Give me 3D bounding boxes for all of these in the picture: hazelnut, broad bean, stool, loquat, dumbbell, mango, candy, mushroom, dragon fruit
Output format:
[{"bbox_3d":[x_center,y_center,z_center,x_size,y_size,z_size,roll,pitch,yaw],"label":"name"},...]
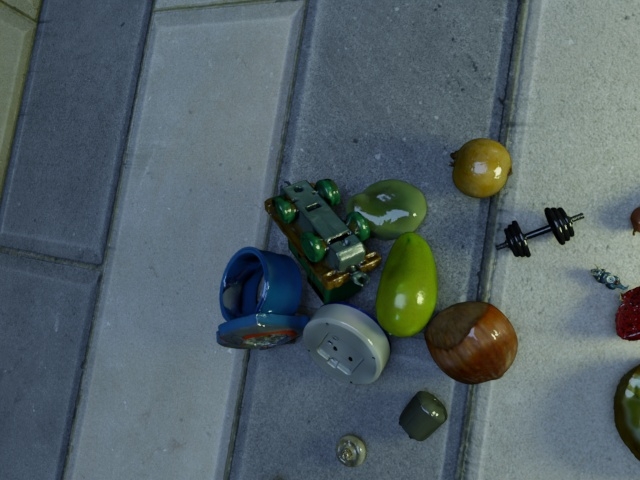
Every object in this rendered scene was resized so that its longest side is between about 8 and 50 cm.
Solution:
[{"bbox_3d":[0.365,0.245,1.148,0.214,0.176,0.215,15,120,29],"label":"hazelnut"},{"bbox_3d":[0.176,-0.079,1.313,0.227,0.100,0.170,-25,79,16],"label":"broad bean"},{"bbox_3d":[0.258,0.445,1.206,0.096,0.096,0.110,42,106,22],"label":"stool"},{"bbox_3d":[0.404,-0.183,1.205,0.163,0.137,0.163,5,100,30],"label":"loquat"},{"bbox_3d":[0.526,-0.020,1.150,0.208,0.099,0.099,-24,74,19],"label":"dumbbell"},{"bbox_3d":[0.223,0.119,1.211,0.148,0.186,0.273,6,48,16],"label":"mango"},{"bbox_3d":[0.755,0.368,0.990,0.259,0.118,0.260,-4,78,22],"label":"candy"},{"bbox_3d":[0.075,0.567,1.275,0.085,0.079,0.085,-1,87,27],"label":"mushroom"},{"bbox_3d":[0.730,0.155,1.056,0.162,0.083,0.107,-33,50,28],"label":"dragon fruit"}]

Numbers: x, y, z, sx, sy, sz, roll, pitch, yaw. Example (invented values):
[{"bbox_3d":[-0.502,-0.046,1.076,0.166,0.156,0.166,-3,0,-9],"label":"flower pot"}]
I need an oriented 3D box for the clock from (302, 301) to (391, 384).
[{"bbox_3d":[0.066,0.274,1.253,0.230,0.083,0.231,20,132,24],"label":"clock"}]

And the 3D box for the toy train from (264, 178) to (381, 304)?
[{"bbox_3d":[0.000,0.000,1.309,0.178,0.249,0.429,-24,52,-21],"label":"toy train"}]

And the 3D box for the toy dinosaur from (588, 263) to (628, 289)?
[{"bbox_3d":[0.666,0.089,1.103,0.083,0.047,0.031,37,96,24],"label":"toy dinosaur"}]

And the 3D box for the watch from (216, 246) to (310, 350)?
[{"bbox_3d":[-0.191,0.174,1.390,0.305,0.241,0.275,-24,62,39],"label":"watch"}]

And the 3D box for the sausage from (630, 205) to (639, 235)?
[{"bbox_3d":[0.778,-0.070,1.072,0.169,0.065,0.065,-28,73,18],"label":"sausage"}]
